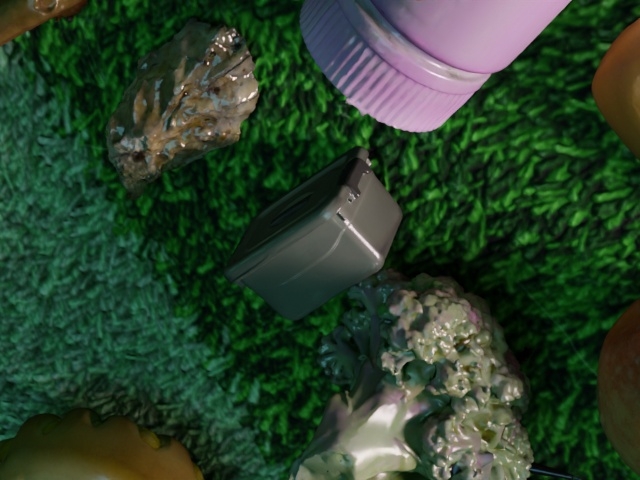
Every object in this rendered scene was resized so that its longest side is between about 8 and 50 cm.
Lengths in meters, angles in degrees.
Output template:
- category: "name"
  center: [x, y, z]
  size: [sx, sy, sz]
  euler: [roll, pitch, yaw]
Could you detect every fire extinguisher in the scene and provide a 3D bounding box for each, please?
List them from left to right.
- category: "fire extinguisher"
  center: [0.242, 0.256, 1.492]
  size: [0.100, 0.032, 0.046]
  euler: [2, 81, 25]

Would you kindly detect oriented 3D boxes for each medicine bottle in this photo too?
- category: "medicine bottle"
  center: [0.129, -0.244, 1.193]
  size: [0.178, 0.178, 0.291]
  euler: [44, 126, -1]

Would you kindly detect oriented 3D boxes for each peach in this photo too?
- category: "peach"
  center: [0.347, 0.129, 1.261]
  size: [0.232, 0.232, 0.233]
  euler: [11, 119, 20]

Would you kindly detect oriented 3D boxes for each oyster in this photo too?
- category: "oyster"
  center: [-0.150, -0.135, 1.445]
  size: [0.209, 0.072, 0.133]
  euler: [-25, 106, 31]

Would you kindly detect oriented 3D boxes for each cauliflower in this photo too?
- category: "cauliflower"
  center: [0.074, 0.168, 1.370]
  size: [0.256, 0.315, 0.239]
  euler: [59, 152, -5]

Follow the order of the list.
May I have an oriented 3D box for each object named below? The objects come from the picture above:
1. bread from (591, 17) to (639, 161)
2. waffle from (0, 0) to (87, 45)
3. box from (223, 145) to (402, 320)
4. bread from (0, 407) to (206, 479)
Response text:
- category: "bread"
  center: [0.335, -0.100, 1.221]
  size: [0.217, 0.098, 0.147]
  euler: [44, 128, 0]
- category: "waffle"
  center: [-0.443, -0.301, 1.493]
  size: [0.348, 0.077, 0.304]
  euler: [-23, 105, 32]
- category: "box"
  center: [0.000, 0.000, 1.419]
  size: [0.172, 0.124, 0.093]
  euler: [-33, 109, 35]
- category: "bread"
  center: [-0.264, 0.331, 1.682]
  size: [0.333, 0.160, 0.333]
  euler: [9, 117, 19]
